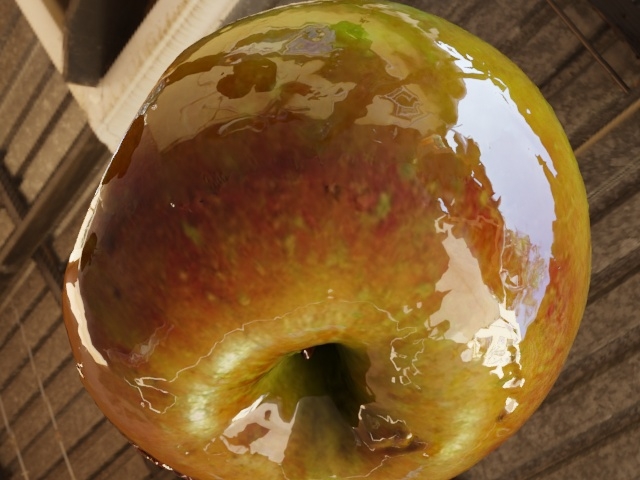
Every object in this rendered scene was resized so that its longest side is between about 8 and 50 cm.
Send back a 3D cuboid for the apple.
[{"bbox_3d":[0.000,0.000,0.510,0.384,0.374,0.374,-26,-99,23],"label":"apple"}]
